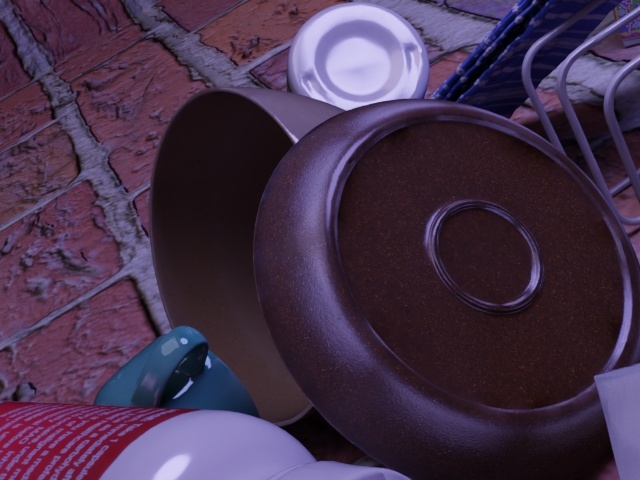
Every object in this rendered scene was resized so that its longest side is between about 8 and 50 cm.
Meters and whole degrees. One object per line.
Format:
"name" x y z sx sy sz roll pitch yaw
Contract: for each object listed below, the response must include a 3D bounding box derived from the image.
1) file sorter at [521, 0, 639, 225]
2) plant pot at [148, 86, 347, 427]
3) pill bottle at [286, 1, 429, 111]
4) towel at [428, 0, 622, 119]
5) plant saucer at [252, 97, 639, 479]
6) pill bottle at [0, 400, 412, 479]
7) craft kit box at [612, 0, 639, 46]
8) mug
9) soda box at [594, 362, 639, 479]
"file sorter" 0.313 -0.093 0.795 0.173 0.193 0.278 -35 28 -4
"plant pot" 0.000 0.000 0.890 0.190 0.284 0.284 -13 15 -37
"pill bottle" 0.033 -0.130 1.059 0.136 0.136 0.246 -36 -13 -12
"towel" 0.221 -0.193 0.963 0.336 0.040 0.243 -47 -14 31
"plant saucer" 0.108 0.019 0.706 0.311 0.310 0.050 -50 -3 -33
"pill bottle" -0.130 0.220 0.646 0.407 0.229 0.229 -5 36 38
"craft kit box" 0.359 -0.395 1.181 0.061 0.250 0.247 -12 32 29
"mug" -0.131 0.146 0.832 0.129 0.158 0.097 2 34 45
"soda box" 0.202 0.187 0.425 0.098 0.091 0.286 -18 55 20
